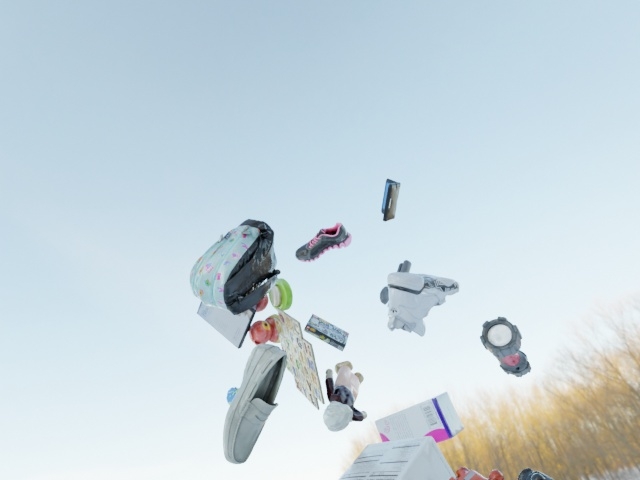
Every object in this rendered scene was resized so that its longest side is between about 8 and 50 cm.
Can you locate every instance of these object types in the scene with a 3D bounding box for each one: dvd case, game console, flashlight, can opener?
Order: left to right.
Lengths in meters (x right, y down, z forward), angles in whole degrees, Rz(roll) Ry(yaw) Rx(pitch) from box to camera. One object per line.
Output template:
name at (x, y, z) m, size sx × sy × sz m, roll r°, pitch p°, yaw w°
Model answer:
dvd case at (-0.377, 0.284, 1.616) m, size 0.022 × 0.253 × 0.181 m, roll -8°, pitch -54°, yaw -59°
game console at (0.213, -0.133, 1.326) m, size 0.107 × 0.071 × 0.122 m, roll -19°, pitch -60°, yaw -52°
can opener at (0.364, 0.200, 1.981) m, size 0.095 × 0.284 × 0.076 m, roll 34°, pitch -38°, yaw -9°
flashlight at (0.543, 0.318, 1.168) m, size 0.103 × 0.103 × 0.304 m, roll -29°, pitch -45°, yaw 18°

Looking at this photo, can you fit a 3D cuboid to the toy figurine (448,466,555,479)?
toy figurine at (0.315, 0.476, 0.633) m, size 0.212 × 0.210 × 0.148 m, roll 9°, pitch -11°, yaw -10°

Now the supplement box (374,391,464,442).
supplement box at (0.290, 0.547, 1.208) m, size 0.220 × 0.111 × 0.114 m, roll -35°, pitch -26°, yaw 27°

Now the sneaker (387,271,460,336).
sneaker at (0.372, 0.232, 1.505) m, size 0.365 × 0.210 × 0.137 m, roll 8°, pitch 2°, yaw -39°

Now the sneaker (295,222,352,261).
sneaker at (0.000, 0.000, 0.803) m, size 0.119 × 0.047 × 0.057 m, roll -25°, pitch -45°, yaw 5°

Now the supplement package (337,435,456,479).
supplement package at (0.129, 0.541, 0.756) m, size 0.262 × 0.199 × 0.198 m, roll -24°, pitch -9°, yaw -46°

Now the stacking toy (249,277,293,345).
stacking toy at (-0.254, 0.249, 1.650) m, size 0.130 × 0.309 × 0.280 m, roll -7°, pitch -52°, yaw -41°

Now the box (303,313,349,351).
box at (0.021, 0.287, 1.278) m, size 0.137 × 0.094 × 0.027 m, roll 27°, pitch -77°, yaw 4°

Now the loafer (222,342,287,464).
loafer at (-0.174, 0.443, 1.106) m, size 0.111 × 0.320 × 0.112 m, roll 4°, pitch -17°, yaw 42°

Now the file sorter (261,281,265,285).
file sorter at (-0.287, 0.147, 1.490) m, size 0.118 × 0.105 × 0.170 m, roll -22°, pitch -12°, yaw 10°

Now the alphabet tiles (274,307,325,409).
alphabet tiles at (-0.079, 0.414, 1.433) m, size 0.011 × 0.285 × 0.343 m, roll -19°, pitch -72°, yaw -26°

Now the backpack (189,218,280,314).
backpack at (-0.166, 0.059, 0.805) m, size 0.115 × 0.182 × 0.152 m, roll 9°, pitch -50°, yaw 24°

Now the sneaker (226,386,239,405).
sneaker at (-0.344, 0.677, 1.749) m, size 0.126 × 0.091 × 0.240 m, roll 36°, pitch -50°, yaw 4°

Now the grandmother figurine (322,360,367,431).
grandmother figurine at (0.080, 0.542, 1.404) m, size 0.104 × 0.207 × 0.342 m, roll -54°, pitch -8°, yaw 13°
